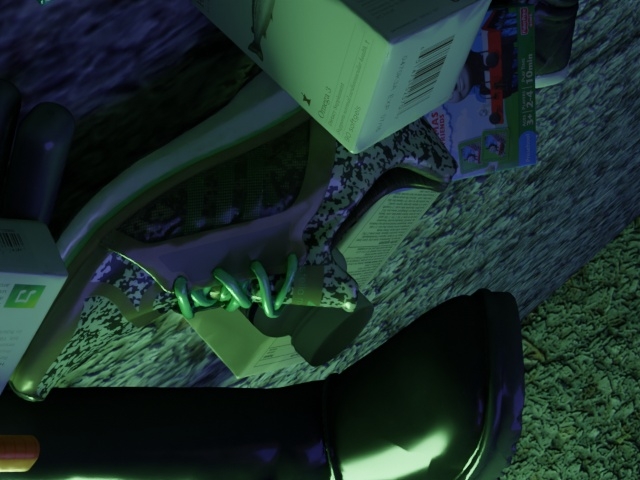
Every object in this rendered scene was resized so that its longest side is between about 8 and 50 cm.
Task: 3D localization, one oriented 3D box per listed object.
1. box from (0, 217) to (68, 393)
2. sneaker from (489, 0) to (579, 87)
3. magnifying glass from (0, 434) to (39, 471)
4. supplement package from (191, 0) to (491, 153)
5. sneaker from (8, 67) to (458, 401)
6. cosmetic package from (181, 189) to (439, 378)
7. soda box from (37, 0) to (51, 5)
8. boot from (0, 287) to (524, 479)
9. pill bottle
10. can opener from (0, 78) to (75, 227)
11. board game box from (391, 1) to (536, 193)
[{"bbox_3d":[-0.335,0.109,0.621,0.232,0.058,0.322,6,129,-44],"label":"box"},{"bbox_3d":[0.157,-0.223,0.994,0.296,0.104,0.146,-18,130,-32],"label":"sneaker"},{"bbox_3d":[-0.290,0.140,0.622,0.231,0.026,0.092,11,126,-48],"label":"magnifying glass"},{"bbox_3d":[0.009,-0.168,0.665,0.105,0.179,0.105,-32,156,-31],"label":"supplement package"},{"bbox_3d":[-0.055,0.003,0.744,0.410,0.182,0.158,-41,171,-8],"label":"sneaker"},{"bbox_3d":[0.000,0.000,1.078,0.309,0.113,0.160,-51,159,18],"label":"cosmetic package"},{"bbox_3d":[-0.101,-0.206,0.546,0.183,0.063,0.058,-35,158,-25],"label":"soda box"},{"bbox_3d":[-0.085,0.152,0.831,0.446,0.146,0.367,4,147,-7],"label":"boot"},{"bbox_3d":[-0.040,0.029,0.946,0.112,0.187,0.112,-39,159,-18],"label":"pill bottle"},{"bbox_3d":[-0.234,-0.004,0.709,0.095,0.076,0.283,-72,-172,-51],"label":"can opener"},{"bbox_3d":[0.109,-0.134,0.918,0.212,0.039,0.160,-12,110,-21],"label":"board game box"}]
